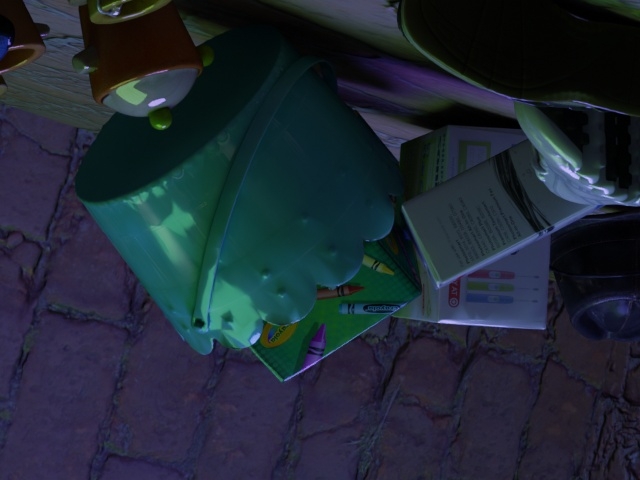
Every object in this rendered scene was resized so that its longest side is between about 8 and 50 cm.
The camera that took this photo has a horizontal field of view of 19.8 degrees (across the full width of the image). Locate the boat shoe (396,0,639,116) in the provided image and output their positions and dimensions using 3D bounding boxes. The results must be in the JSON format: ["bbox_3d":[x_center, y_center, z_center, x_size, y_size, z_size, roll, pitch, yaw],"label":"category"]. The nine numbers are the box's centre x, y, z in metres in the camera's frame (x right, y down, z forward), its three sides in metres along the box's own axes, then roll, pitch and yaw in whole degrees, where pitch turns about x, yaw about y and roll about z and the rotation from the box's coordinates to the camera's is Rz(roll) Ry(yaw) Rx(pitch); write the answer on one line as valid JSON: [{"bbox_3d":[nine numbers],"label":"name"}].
[{"bbox_3d":[0.146,-0.127,1.258,0.223,0.080,0.073,11,174,-22],"label":"boat shoe"}]

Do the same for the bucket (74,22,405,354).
[{"bbox_3d":[-0.078,-0.055,1.690,0.183,0.281,0.281,50,160,-26],"label":"bucket"}]

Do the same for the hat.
[{"bbox_3d":[0.376,0.055,2.287,0.331,0.134,0.331,-2,167,0],"label":"hat"}]

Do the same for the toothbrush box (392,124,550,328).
[{"bbox_3d":[0.162,-0.012,2.000,0.122,0.206,0.283,4,179,-9],"label":"toothbrush box"}]

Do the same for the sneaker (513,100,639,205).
[{"bbox_3d":[0.213,-0.074,1.465,0.118,0.110,0.292,-2,167,31],"label":"sneaker"}]

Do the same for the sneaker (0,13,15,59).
[{"bbox_3d":[-0.335,-0.222,1.283,0.330,0.147,0.130,52,178,-42],"label":"sneaker"}]

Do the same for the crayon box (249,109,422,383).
[{"bbox_3d":[0.000,0.000,1.807,0.081,0.165,0.278,49,-163,-25],"label":"crayon box"}]

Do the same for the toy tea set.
[{"bbox_3d":[-0.242,-0.125,1.480,0.336,0.124,0.200,-19,174,4],"label":"toy tea set"}]

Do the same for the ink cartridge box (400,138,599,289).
[{"bbox_3d":[0.178,-0.037,1.676,0.203,0.086,0.148,-26,176,0],"label":"ink cartridge box"}]
